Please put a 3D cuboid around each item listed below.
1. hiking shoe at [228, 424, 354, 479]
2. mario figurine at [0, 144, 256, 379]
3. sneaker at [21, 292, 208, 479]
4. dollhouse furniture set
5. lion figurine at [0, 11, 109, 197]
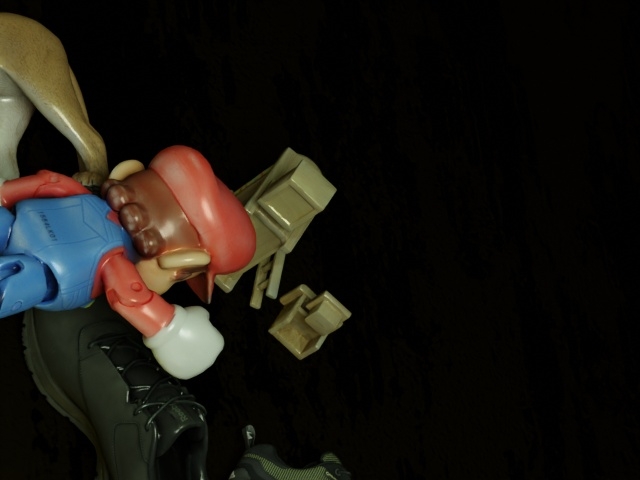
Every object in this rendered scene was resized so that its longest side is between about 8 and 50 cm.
[{"bbox_3d":[0.017,0.249,1.709,0.227,0.086,0.114,30,57,-22],"label":"hiking shoe"},{"bbox_3d":[-0.198,0.031,1.544,0.320,0.170,0.198,-11,88,-31],"label":"mario figurine"},{"bbox_3d":[-0.154,0.139,1.600,0.109,0.130,0.286,-19,80,-40],"label":"sneaker"},{"bbox_3d":[0.000,0.000,1.749,0.161,0.182,0.101,44,49,-13],"label":"dollhouse furniture set"},{"bbox_3d":[-0.331,-0.164,1.625,0.392,0.142,0.240,28,45,-42],"label":"lion figurine"}]
